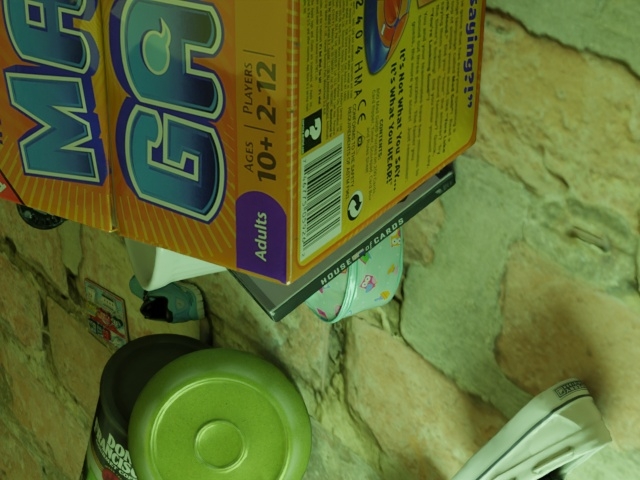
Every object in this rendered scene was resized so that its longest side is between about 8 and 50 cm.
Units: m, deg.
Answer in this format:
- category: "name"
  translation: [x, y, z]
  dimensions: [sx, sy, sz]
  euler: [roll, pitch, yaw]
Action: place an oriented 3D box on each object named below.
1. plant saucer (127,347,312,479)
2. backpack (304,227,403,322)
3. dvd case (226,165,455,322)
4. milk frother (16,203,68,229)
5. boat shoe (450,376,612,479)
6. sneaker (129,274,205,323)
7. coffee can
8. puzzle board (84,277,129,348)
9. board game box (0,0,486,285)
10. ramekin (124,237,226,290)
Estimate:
- category: "plant saucer"
  translation: [-0.130, 0.261, 1.673]
  dimensions: [0.037, 0.241, 0.241]
  euler: [-113, 7, -85]
- category: "backpack"
  translation: [0.000, 0.000, 1.436]
  dimensions: [0.188, 0.144, 0.166]
  euler: [30, 124, 41]
- category: "dvd case"
  translation: [-0.007, -0.047, 1.348]
  dimensions: [0.179, 0.238, 0.029]
  euler: [46, 169, 32]
- category: "milk frother"
  translation: [-0.377, -0.060, 1.990]
  dimensions: [0.143, 0.129, 0.135]
  euler: [42, -177, -6]
- category: "boat shoe"
  translation: [0.203, 0.240, 1.303]
  dimensions: [0.084, 0.095, 0.258]
  euler: [59, 146, 25]
- category: "sneaker"
  translation: [-0.236, 0.079, 1.867]
  dimensions: [0.162, 0.073, 0.063]
  euler: [19, 121, 50]
- category: "coffee can"
  translation: [-0.233, 0.296, 1.855]
  dimensions: [0.201, 0.201, 0.275]
  euler: [51, 142, 27]
- category: "puzzle board"
  translation: [-0.350, 0.123, 2.108]
  dimensions: [0.128, 0.011, 0.096]
  euler: [22, 123, 48]
- category: "board game box"
  translation: [-0.082, -0.228, 1.158]
  dimensions: [0.356, 0.356, 0.356]
  euler: [16, 120, 28]
- category: "ramekin"
  translation: [-0.164, -0.083, 1.573]
  dimensions: [0.277, 0.135, 0.277]
  euler: [174, 90, -72]
